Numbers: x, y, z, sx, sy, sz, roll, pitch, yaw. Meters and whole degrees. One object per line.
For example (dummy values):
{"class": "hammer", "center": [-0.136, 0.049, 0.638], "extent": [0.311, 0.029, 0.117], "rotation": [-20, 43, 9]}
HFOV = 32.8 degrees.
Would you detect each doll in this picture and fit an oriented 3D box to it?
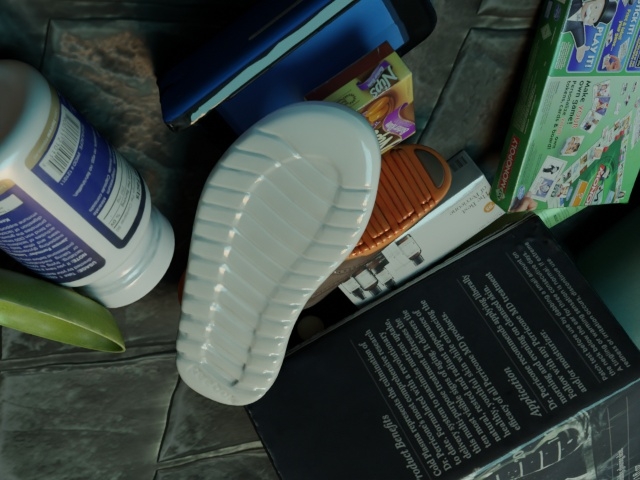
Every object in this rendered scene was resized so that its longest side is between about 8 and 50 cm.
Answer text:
{"class": "doll", "center": [-0.024, 0.172, 1.545], "extent": [0.129, 0.046, 0.189], "rotation": [-13, 139, -23]}

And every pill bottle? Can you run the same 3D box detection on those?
{"class": "pill bottle", "center": [-0.266, -0.045, 1.092], "extent": [0.153, 0.153, 0.264], "rotation": [-35, 140, 3]}

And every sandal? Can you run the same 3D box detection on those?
{"class": "sandal", "center": [-0.064, 0.007, 1.202], "extent": [0.169, 0.102, 0.416], "rotation": [26, 122, -4]}

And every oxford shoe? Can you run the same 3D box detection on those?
{"class": "oxford shoe", "center": [0.000, 0.000, 1.353], "extent": [0.364, 0.130, 0.133], "rotation": [-28, 158, 5]}

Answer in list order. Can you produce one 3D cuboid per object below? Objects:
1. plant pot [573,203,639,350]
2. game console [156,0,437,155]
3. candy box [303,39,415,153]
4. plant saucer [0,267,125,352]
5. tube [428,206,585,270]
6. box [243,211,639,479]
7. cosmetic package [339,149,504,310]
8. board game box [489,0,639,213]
{"class": "plant pot", "center": [0.581, 0.040, 1.602], "extent": [0.334, 0.341, 0.341], "rotation": [-35, 140, 15]}
{"class": "game console", "center": [-0.004, -0.179, 1.119], "extent": [0.293, 0.250, 0.173], "rotation": [-37, 113, 5]}
{"class": "candy box", "center": [0.047, -0.140, 1.214], "extent": [0.109, 0.053, 0.186], "rotation": [-34, 164, -3]}
{"class": "plant saucer", "center": [-0.319, 0.067, 1.160], "extent": [0.241, 0.241, 0.037], "rotation": [31, 70, -47]}
{"class": "tube", "center": [0.260, -0.013, 1.534], "extent": [0.240, 0.062, 0.070], "rotation": [-30, 99, 5]}
{"class": "box", "center": [0.199, 0.287, 1.560], "extent": [0.472, 0.297, 0.480], "rotation": [-28, 146, -1]}
{"class": "cosmetic package", "center": [0.124, -0.008, 1.448], "extent": [0.239, 0.060, 0.099], "rotation": [-36, 141, 5]}
{"class": "board game box", "center": [0.348, -0.188, 1.375], "extent": [0.214, 0.046, 0.317], "rotation": [-5, 122, -30]}
